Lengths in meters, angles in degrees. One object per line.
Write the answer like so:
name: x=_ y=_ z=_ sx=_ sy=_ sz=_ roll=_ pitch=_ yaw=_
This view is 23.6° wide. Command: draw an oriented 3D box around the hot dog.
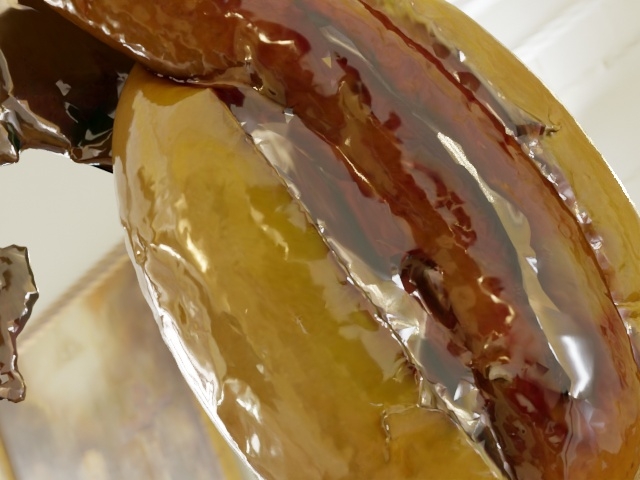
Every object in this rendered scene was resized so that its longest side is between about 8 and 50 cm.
hot dog: x=0.005 y=-0.002 z=0.482 sx=0.194 sy=0.326 sz=0.107 roll=-50 pitch=-2 yaw=-27
